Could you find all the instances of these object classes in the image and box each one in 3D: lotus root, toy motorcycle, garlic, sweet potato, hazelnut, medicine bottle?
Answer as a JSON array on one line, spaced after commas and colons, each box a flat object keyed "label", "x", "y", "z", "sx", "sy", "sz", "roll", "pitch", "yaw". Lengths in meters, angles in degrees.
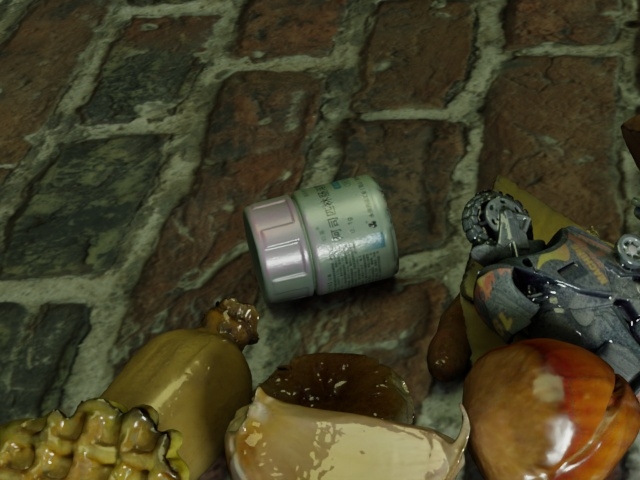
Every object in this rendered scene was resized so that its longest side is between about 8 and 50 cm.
[{"label": "lotus root", "x": -0.165, "y": 0.192, "z": 1.766, "sx": 0.146, "sy": 0.131, "sz": 0.303, "roll": 14, "pitch": 49, "yaw": 36}, {"label": "toy motorcycle", "x": 0.273, "y": 0.068, "z": 1.772, "sx": 0.307, "sy": 0.108, "sz": 0.173, "roll": 30, "pitch": 52, "yaw": -3}, {"label": "garlic", "x": 0.024, "y": 0.229, "z": 1.643, "sx": 0.244, "sy": 0.164, "sz": 0.145, "roll": 2, "pitch": 18, "yaw": 7}, {"label": "sweet potato", "x": 0.160, "y": 0.097, "z": 1.909, "sx": 0.050, "sy": 0.050, "sz": 0.214, "roll": 3, "pitch": 32, "yaw": 17}, {"label": "hazelnut", "x": 0.226, "y": 0.190, "z": 1.663, "sx": 0.182, "sy": 0.182, "sz": 0.182, "roll": -6, "pitch": 34, "yaw": 4}, {"label": "medicine bottle", "x": 0.000, "y": 0.000, "z": 2.015, "sx": 0.168, "sy": 0.135, "sz": 0.135, "roll": -15, "pitch": 34, "yaw": -6}]

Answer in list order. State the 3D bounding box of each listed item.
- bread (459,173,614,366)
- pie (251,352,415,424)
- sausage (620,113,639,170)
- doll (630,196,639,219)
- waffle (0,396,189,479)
[{"label": "bread", "x": 0.267, "y": 0.042, "z": 1.881, "sx": 0.178, "sy": 0.135, "sz": 0.240, "roll": 2, "pitch": 37, "yaw": 18}, {"label": "pie", "x": 0.007, "y": 0.185, "z": 1.815, "sx": 0.195, "sy": 0.046, "sz": 0.195, "roll": -6, "pitch": 32, "yaw": 4}, {"label": "sausage", "x": 0.518, "y": -0.135, "z": 2.101, "sx": 0.252, "sy": 0.123, "sz": 0.123, "roll": -18, "pitch": 35, "yaw": -9}, {"label": "doll", "x": 0.443, "y": -0.008, "z": 1.982, "sx": 0.096, "sy": 0.070, "sz": 0.195, "roll": 3, "pitch": 23, "yaw": -43}, {"label": "waffle", "x": -0.244, "y": 0.296, "z": 1.611, "sx": 0.300, "sy": 0.058, "sz": 0.282, "roll": -14, "pitch": 64, "yaw": 11}]
